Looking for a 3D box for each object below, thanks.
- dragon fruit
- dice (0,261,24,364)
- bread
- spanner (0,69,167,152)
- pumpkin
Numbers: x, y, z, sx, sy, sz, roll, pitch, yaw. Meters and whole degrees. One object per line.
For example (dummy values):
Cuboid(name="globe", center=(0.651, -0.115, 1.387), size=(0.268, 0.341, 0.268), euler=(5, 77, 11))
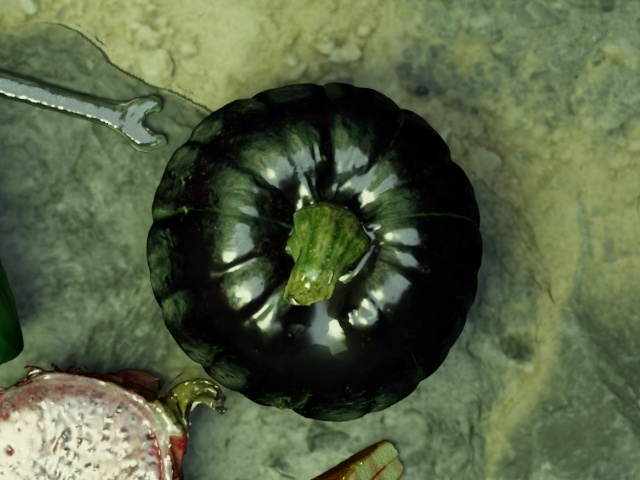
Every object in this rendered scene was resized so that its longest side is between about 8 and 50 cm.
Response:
Cuboid(name="dragon fruit", center=(-0.206, 0.208, 1.569), size=(0.282, 0.147, 0.211), euler=(-31, 85, -8))
Cuboid(name="dice", center=(-0.417, 0.003, 1.449), size=(0.287, 0.297, 0.300), euler=(-21, 94, -7))
Cuboid(name="bread", center=(0.027, 0.223, 1.639), size=(0.109, 0.062, 0.043), euler=(-29, 95, -5))
Cuboid(name="spanner", center=(-0.257, -0.131, 1.617), size=(0.254, 0.015, 0.054), euler=(15, 85, -9))
Cuboid(name="pumpkin", center=(0.000, 0.000, 1.530), size=(0.296, 0.296, 0.296), euler=(0, 89, -10))
